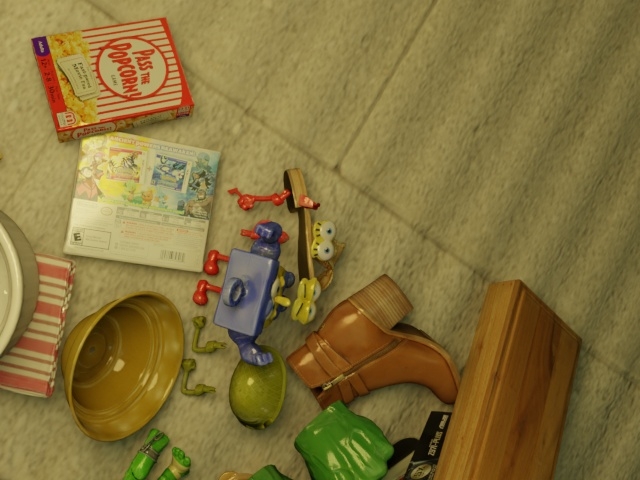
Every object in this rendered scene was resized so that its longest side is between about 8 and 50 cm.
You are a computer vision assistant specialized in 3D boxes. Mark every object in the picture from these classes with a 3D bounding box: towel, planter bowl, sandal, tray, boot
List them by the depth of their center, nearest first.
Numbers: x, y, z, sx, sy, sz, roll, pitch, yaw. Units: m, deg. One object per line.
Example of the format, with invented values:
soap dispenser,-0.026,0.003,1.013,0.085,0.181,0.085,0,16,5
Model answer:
towel,-0.422,0.110,1.044,0.144,0.029,0.197,10,89,11
planter bowl,-0.300,0.167,1.067,0.217,0.090,0.217,-30,127,-51
sandal,0.002,0.000,1.191,0.079,0.088,0.240,-10,92,-14
boot,0.096,0.220,1.234,0.220,0.109,0.283,-40,116,-6
tray,0.317,0.292,1.238,0.203,0.076,0.411,40,56,-27
boot,0.101,0.467,1.257,0.244,0.088,0.176,-26,103,-21

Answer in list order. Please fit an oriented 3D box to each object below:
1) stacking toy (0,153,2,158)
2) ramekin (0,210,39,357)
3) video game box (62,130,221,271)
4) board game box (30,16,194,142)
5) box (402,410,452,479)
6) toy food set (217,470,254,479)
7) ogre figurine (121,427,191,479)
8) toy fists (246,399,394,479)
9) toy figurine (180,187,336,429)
stacking toy,-0.566,-0.144,0.993,0.221,0.052,0.167,-25,101,-17
ramekin,-0.501,0.059,0.952,0.277,0.135,0.277,0,89,-3
video game box,-0.264,-0.059,1.111,0.205,0.048,0.187,10,91,-20
board game box,-0.295,-0.231,1.068,0.193,0.045,0.147,-16,78,-19
box,0.232,0.399,1.254,0.180,0.077,0.147,51,52,-29
toy food set,-0.130,0.413,1.201,0.083,0.020,0.083,9,90,-21
ogre figurine,-0.233,0.398,1.128,0.118,0.096,0.197,-37,121,-33
toy fists,-0.011,0.386,1.152,0.279,0.096,0.142,-40,62,-10
toy figurine,-0.120,0.091,1.048,0.191,0.217,0.363,17,90,12
